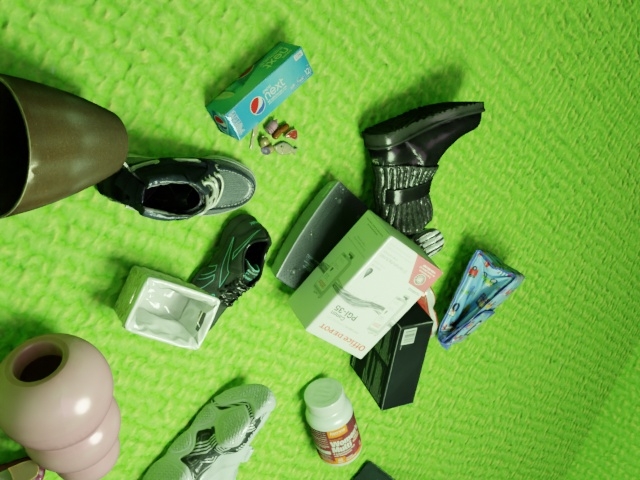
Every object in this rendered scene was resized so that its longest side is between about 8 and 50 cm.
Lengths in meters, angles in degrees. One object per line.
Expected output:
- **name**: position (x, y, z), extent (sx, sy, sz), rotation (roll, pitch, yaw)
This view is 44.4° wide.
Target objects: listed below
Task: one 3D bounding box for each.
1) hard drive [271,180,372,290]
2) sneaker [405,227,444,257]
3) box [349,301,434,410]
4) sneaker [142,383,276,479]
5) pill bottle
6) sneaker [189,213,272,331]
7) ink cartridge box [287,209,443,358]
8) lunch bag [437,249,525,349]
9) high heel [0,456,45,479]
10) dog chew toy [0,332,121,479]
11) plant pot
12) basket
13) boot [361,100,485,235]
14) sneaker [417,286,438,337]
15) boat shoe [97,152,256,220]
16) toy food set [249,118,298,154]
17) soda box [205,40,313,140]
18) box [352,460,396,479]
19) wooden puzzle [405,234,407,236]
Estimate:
- **hard drive**: position (0.000, 0.000, 1.779), extent (0.255, 0.054, 0.172), rotation (-57, 137, -5)
- **sneaker**: position (0.191, 0.032, 1.903), extent (0.228, 0.132, 0.086), rotation (-23, 98, 9)
- **box**: position (0.171, 0.256, 1.940), extent (0.103, 0.184, 0.261), rotation (-8, 125, -26)
- **sneaker**: position (-0.220, 0.495, 1.772), extent (0.366, 0.137, 0.210), rotation (-44, 135, -11)
- **pill bottle**: position (0.030, 0.460, 1.992), extent (0.121, 0.121, 0.221), rotation (-35, 131, -25)
- **sneaker**: position (-0.189, 0.076, 1.607), extent (0.101, 0.106, 0.268), rotation (22, 96, -48)
- **ink cartridge box**: position (0.099, 0.105, 1.752), extent (0.283, 0.117, 0.207), rotation (-49, 131, 11)
- **lunch bag**: position (0.421, 0.179, 2.191), extent (0.293, 0.138, 0.221), rotation (-56, 162, 10)
- **high heel**: position (-0.629, 0.457, 1.434), extent (0.244, 0.082, 0.117), rotation (-23, 169, -20)
- **dog chew toy**: position (-0.457, 0.323, 1.422), extent (0.206, 0.206, 0.332), rotation (-34, 138, -26)
- **plant pot**: position (-0.423, -0.151, 1.224), extent (0.230, 0.215, 0.216), rotation (-14, 121, -55)
- **basket**: position (-0.299, 0.125, 1.510), extent (0.167, 0.103, 0.113), rotation (23, 93, -36)
- **boot**: position (0.254, -0.176, 1.849), extent (0.347, 0.131, 0.260), rotation (-22, 112, -22)
- **sneaker**: position (0.242, 0.199, 2.111), extent (0.128, 0.087, 0.221), rotation (-21, 133, -7)
- **boat shoe**: position (-0.227, -0.086, 1.448), extent (0.340, 0.158, 0.127), rotation (-3, 112, -42)
- **toy food set**: position (-0.088, -0.212, 1.615), extent (0.122, 0.019, 0.078), rotation (-5, 114, -42)
- **soda box**: position (-0.116, -0.290, 1.511), extent (0.210, 0.071, 0.067), rotation (-45, 133, -17)
- **box**: position (0.185, 0.959, 2.129), extent (0.472, 0.479, 0.297), rotation (-45, 135, -16)
- **wooden puzzle**: position (0.172, 0.050, 1.973), extent (0.221, 0.044, 0.239), rotation (-53, 136, -9)
